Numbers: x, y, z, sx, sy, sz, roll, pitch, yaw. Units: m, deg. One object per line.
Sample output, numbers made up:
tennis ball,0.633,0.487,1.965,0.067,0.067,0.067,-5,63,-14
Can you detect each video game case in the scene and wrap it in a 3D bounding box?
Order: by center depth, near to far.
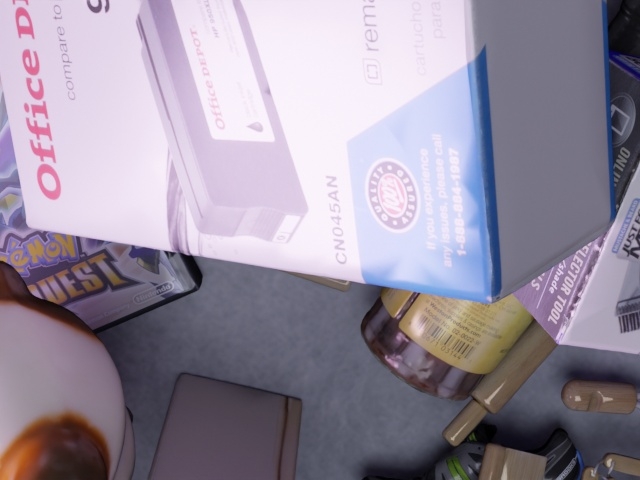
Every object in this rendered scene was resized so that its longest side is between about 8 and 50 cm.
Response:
video game case,-0.270,-0.018,1.249,0.275,0.035,0.248,-23,108,11

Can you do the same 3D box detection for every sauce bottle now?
sauce bottle,0.165,-0.036,1.183,0.111,0.111,0.344,33,110,-10

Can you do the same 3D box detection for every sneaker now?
sneaker,0.122,0.192,1.305,0.188,0.067,0.078,-10,90,8

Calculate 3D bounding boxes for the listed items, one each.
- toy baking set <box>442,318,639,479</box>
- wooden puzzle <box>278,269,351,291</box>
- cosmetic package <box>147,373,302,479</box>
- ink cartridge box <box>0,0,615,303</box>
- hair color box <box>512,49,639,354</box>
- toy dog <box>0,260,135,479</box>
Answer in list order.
toy baking set,0.226,0.138,1.268,0.197,0.030,0.256,39,85,-7
wooden puzzle,0.000,0.000,1.257,0.116,0.014,0.078,25,114,-7
cosmetic package,-0.089,0.242,1.193,0.113,0.309,0.160,12,111,-3
ink cartridge box,-0.026,-0.139,1.024,0.395,0.166,0.285,8,113,36
hair color box,0.316,-0.008,1.130,0.339,0.110,0.185,9,113,-28
toy dog,-0.321,0.190,1.164,0.408,0.284,0.395,-34,140,11
